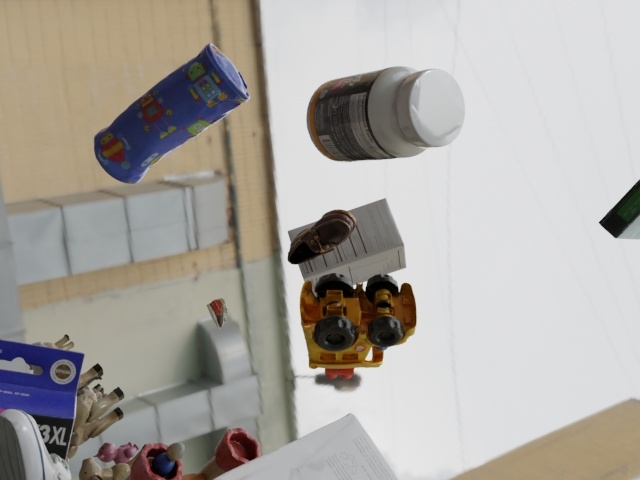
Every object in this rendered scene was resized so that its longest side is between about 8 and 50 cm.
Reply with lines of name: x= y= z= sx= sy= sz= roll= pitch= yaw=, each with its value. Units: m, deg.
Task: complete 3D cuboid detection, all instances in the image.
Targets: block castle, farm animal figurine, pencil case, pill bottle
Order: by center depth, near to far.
block castle: x=-0.137 y=0.554 z=1.533 sx=0.213 sy=0.303 sz=0.453 roll=-48 pitch=-118 yaw=24
pill bottle: x=0.113 y=-0.224 z=1.562 sx=0.278 sy=0.162 sz=0.162 roll=2 pitch=-79 yaw=53
pencil case: x=-0.269 y=-0.222 z=1.585 sx=0.306 sy=0.133 sz=0.119 roll=-34 pitch=-111 yaw=16
farm animal figurine: x=-0.472 y=0.393 z=1.758 sx=0.330 sy=0.172 sz=0.326 roll=32 pitch=-37 yaw=31

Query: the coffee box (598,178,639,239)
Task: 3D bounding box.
coffee box: x=0.513 y=-0.053 z=1.391 sx=0.040 sy=0.184 sz=0.113 roll=47 pitch=-70 yaw=22

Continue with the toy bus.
toy bus: x=0.072 y=0.186 z=1.713 sx=0.149 sy=0.220 sz=0.211 roll=-91 pitch=180 yaw=-51

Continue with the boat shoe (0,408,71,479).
boat shoe: x=-0.338 y=0.287 z=1.045 sx=0.083 sy=0.076 sz=0.226 roll=21 pitch=-59 yaw=32

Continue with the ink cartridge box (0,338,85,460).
ink cartridge box: x=-0.445 y=0.323 z=1.193 sx=0.069 sy=0.176 sz=0.370 roll=171 pitch=-69 yaw=-70

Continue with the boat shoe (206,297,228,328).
boat shoe: x=-0.242 y=0.173 z=2.101 sx=0.049 sy=0.043 sz=0.137 roll=54 pitch=-13 yaw=19

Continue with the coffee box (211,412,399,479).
coffee box: x=-0.057 y=0.481 z=1.138 sx=0.334 sy=0.338 sz=0.337 roll=-41 pitch=-105 yaw=25

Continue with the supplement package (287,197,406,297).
supplement package: x=0.064 y=0.021 z=2.055 sx=0.139 sy=0.244 sz=0.133 roll=75 pitch=-4 yaw=-63

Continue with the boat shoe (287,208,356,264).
boat shoe: x=0.000 y=0.000 z=1.881 sx=0.073 sy=0.073 sz=0.207 roll=41 pitch=-37 yaw=-11
